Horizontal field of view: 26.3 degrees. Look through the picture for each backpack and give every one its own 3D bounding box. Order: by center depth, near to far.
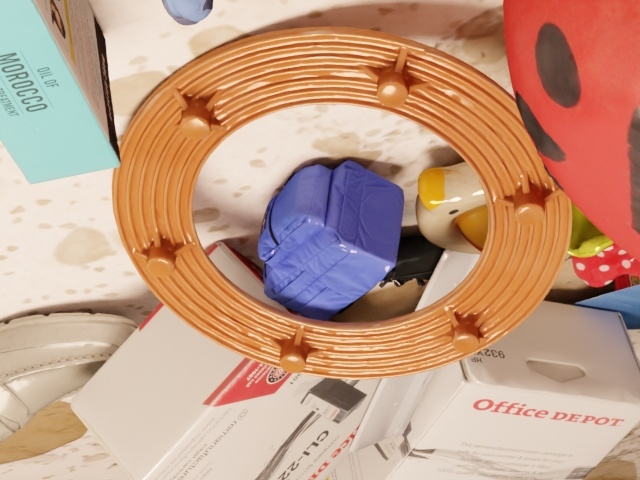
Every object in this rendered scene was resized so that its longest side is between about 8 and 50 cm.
[{"bbox_3d":[0.000,0.000,1.104,0.101,0.098,0.120,29,138,-14],"label":"backpack"}]

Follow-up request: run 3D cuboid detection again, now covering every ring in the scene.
[{"bbox_3d":[0.013,-0.007,0.996,0.337,0.032,0.336,3,132,3],"label":"ring"}]

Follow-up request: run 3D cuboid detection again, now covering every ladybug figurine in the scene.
[{"bbox_3d":[0.236,-0.082,0.814,0.161,0.305,0.449,-59,152,-7],"label":"ladybug figurine"}]

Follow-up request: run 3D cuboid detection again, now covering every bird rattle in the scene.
[{"bbox_3d":[0.183,-0.036,1.136,0.207,0.143,0.253,-5,169,11],"label":"bird rattle"}]

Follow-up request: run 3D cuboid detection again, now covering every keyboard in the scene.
[{"bbox_3d":[0.093,0.100,1.280,0.072,0.014,0.256,-10,134,-40],"label":"keyboard"}]

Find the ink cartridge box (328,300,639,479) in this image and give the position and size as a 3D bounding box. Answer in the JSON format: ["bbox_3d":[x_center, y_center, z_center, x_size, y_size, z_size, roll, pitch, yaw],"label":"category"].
[{"bbox_3d":[0.168,0.199,1.454,0.223,0.129,0.307,10,136,-23],"label":"ink cartridge box"}]

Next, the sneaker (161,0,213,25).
[{"bbox_3d":[-0.069,-0.172,0.768,0.059,0.053,0.144,-13,156,-3],"label":"sneaker"}]

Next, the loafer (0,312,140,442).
[{"bbox_3d":[-0.306,0.146,1.238,0.320,0.111,0.112,-16,154,7],"label":"loafer"}]

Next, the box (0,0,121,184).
[{"bbox_3d":[-0.172,-0.132,0.747,0.060,0.100,0.244,-12,154,2],"label":"box"}]

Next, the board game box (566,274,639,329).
[{"bbox_3d":[0.335,0.056,1.435,0.133,0.033,0.169,15,156,-36],"label":"board game box"}]

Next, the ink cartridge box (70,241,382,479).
[{"bbox_3d":[-0.066,0.145,1.261,0.197,0.114,0.273,-47,150,2],"label":"ink cartridge box"}]

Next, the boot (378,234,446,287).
[{"bbox_3d":[0.073,0.008,1.209,0.099,0.045,0.121,-3,158,-17],"label":"boot"}]

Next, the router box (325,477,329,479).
[{"bbox_3d":[-0.008,0.257,1.613,0.133,0.046,0.179,-22,131,18],"label":"router box"}]
